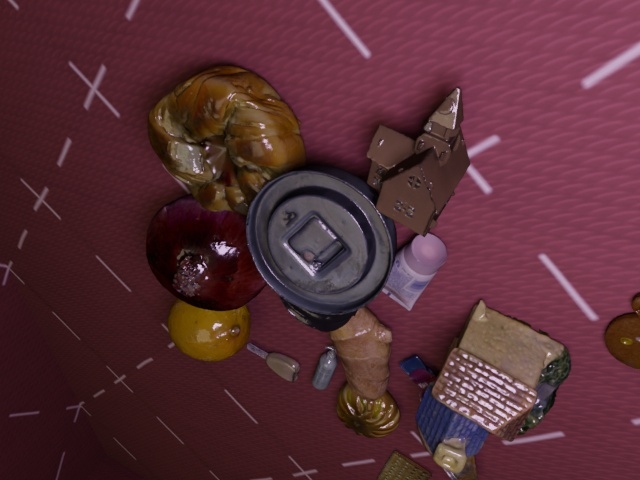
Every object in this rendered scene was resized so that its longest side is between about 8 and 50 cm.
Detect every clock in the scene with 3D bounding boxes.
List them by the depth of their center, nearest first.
[{"bbox_3d":[0.000,0.000,1.154,0.319,0.066,0.318,10,118,19],"label":"clock"}]

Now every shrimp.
[{"bbox_3d":[0.360,0.604,1.592,0.168,0.077,0.317,8,125,44],"label":"shrimp"}]

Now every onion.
[{"bbox_3d":[-0.299,0.051,1.455,0.348,0.285,0.347,6,118,12],"label":"onion"}]

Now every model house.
[{"bbox_3d":[0.182,-0.170,0.991,0.176,0.181,0.248,29,137,13],"label":"model house"},{"bbox_3d":[0.357,0.347,1.206,0.261,0.266,0.321,27,128,19],"label":"model house"}]

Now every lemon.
[{"bbox_3d":[-0.327,0.243,1.676,0.263,0.236,0.235,30,138,31],"label":"lemon"}]

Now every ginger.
[{"bbox_3d":[0.109,0.287,1.474,0.190,0.126,0.353,1,128,24],"label":"ginger"}]

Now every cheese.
[{"bbox_3d":[0.303,0.399,1.464,0.244,0.062,0.155,49,135,1],"label":"cheese"},{"bbox_3d":[-0.154,0.380,1.802,0.192,0.037,0.097,26,135,15],"label":"cheese"}]

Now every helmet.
[{"bbox_3d":[0.016,0.063,1.319,0.231,0.160,0.278,19,130,16],"label":"helmet"}]

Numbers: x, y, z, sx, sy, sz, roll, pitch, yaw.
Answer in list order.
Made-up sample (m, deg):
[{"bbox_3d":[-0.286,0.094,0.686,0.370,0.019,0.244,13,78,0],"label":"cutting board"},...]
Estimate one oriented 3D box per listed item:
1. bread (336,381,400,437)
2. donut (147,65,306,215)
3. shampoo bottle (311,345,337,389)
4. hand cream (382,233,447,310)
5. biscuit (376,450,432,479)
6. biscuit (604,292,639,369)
[{"bbox_3d":[0.134,0.499,1.643,0.213,0.104,0.213,17,132,20],"label":"bread"},{"bbox_3d":[-0.210,-0.212,1.258,0.360,0.170,0.360,18,131,22],"label":"donut"},{"bbox_3d":[0.019,0.366,1.650,0.056,0.056,0.195,31,137,12],"label":"shampoo bottle"},{"bbox_3d":[0.198,0.078,1.275,0.133,0.083,0.248,39,149,4],"label":"hand cream"},{"bbox_3d":[0.268,0.764,1.826,0.139,0.016,0.231,28,136,15],"label":"biscuit"},{"bbox_3d":[0.641,0.171,1.048,0.180,0.039,0.236,37,140,4],"label":"biscuit"}]
